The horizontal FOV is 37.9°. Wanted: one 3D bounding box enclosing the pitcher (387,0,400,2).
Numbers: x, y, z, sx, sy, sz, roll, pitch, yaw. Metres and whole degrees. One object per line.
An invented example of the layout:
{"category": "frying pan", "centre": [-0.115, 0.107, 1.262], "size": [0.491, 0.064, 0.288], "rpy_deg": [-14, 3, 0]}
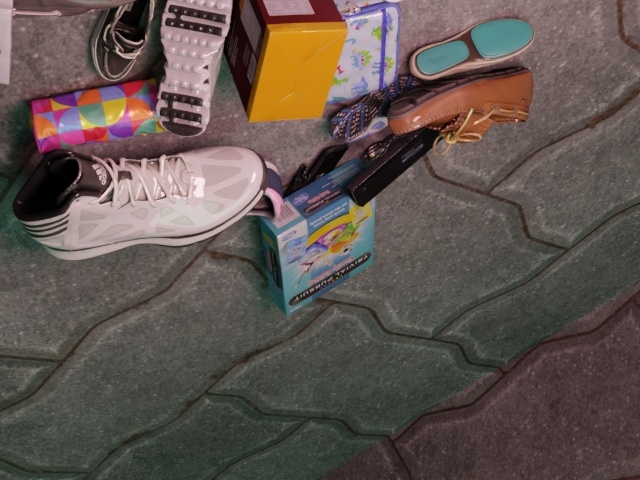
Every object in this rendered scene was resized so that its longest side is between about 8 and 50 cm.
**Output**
{"category": "pitcher", "centre": [0.190, -0.493, 1.509], "size": [0.178, 0.125, 0.207], "rpy_deg": [-25, 165, -34]}

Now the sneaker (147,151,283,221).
{"category": "sneaker", "centre": [-0.222, -0.094, 1.827], "size": [0.319, 0.131, 0.112], "rpy_deg": [-3, 143, -18]}

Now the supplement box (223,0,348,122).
{"category": "supplement box", "centre": [-0.066, -0.329, 1.514], "size": [0.129, 0.194, 0.191], "rpy_deg": [-7, 145, -21]}

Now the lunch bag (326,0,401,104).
{"category": "lunch bag", "centre": [0.056, -0.349, 1.656], "size": [0.176, 0.090, 0.219], "rpy_deg": [-17, 148, -11]}

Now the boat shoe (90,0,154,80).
{"category": "boat shoe", "centre": [-0.315, -0.329, 1.489], "size": [0.078, 0.070, 0.219], "rpy_deg": [-2, 143, -26]}

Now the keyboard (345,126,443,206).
{"category": "keyboard", "centre": [0.175, -0.201, 1.894], "size": [0.317, 0.033, 0.201], "rpy_deg": [-41, 160, -3]}

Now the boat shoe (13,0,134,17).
{"category": "boat shoe", "centre": [-0.419, -0.375, 1.344], "size": [0.335, 0.112, 0.095], "rpy_deg": [-1, 160, -19]}

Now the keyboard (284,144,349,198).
{"category": "keyboard", "centre": [-0.021, -0.140, 1.981], "size": [0.100, 0.038, 0.192], "rpy_deg": [-21, 156, -47]}

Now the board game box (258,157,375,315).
{"category": "board game box", "centre": [0.000, 0.000, 2.079], "size": [0.254, 0.079, 0.336], "rpy_deg": [-31, 150, -17]}

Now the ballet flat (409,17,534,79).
{"category": "ballet flat", "centre": [0.285, -0.362, 1.788], "size": [0.248, 0.086, 0.086], "rpy_deg": [-16, 147, -6]}

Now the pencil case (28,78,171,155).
{"category": "pencil case", "centre": [-0.378, -0.211, 1.604], "size": [0.236, 0.104, 0.104], "rpy_deg": [-10, 146, -14]}

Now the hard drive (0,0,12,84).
{"category": "hard drive", "centre": [-0.594, -0.299, 1.306], "size": [0.307, 0.040, 0.203], "rpy_deg": [4, 158, -18]}

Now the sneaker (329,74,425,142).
{"category": "sneaker", "centre": [0.112, -0.260, 1.845], "size": [0.211, 0.080, 0.081], "rpy_deg": [-27, 174, 4]}

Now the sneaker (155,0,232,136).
{"category": "sneaker", "centre": [-0.205, -0.322, 1.543], "size": [0.110, 0.118, 0.292], "rpy_deg": [17, 121, -1]}

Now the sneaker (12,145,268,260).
{"category": "sneaker", "centre": [-0.318, -0.081, 1.633], "size": [0.447, 0.169, 0.257], "rpy_deg": [-16, 167, 1]}

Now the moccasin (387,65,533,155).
{"category": "moccasin", "centre": [0.275, -0.243, 1.792], "size": [0.139, 0.147, 0.380], "rpy_deg": [0, -167, 42]}
